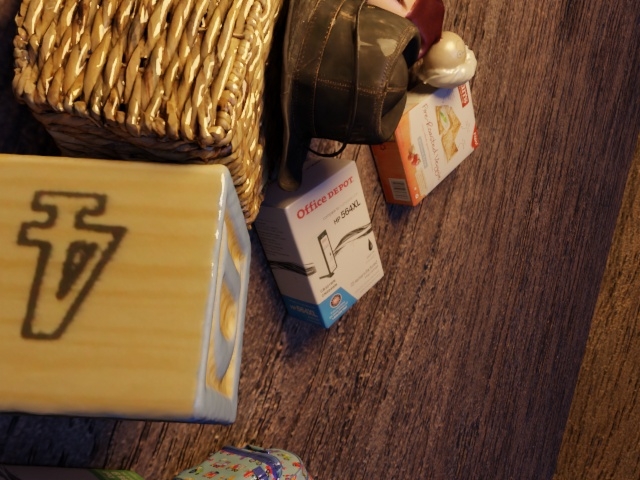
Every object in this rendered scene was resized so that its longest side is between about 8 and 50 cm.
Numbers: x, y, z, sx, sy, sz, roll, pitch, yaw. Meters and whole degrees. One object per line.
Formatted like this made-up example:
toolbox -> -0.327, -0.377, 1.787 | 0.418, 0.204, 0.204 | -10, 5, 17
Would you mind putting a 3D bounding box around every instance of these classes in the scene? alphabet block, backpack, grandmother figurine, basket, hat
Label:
alphabet block -> -0.173, 0.053, 0.454 | 0.192, 0.197, 0.194 | 92, 1, -68
backpack -> -0.088, 0.338, 0.709 | 0.173, 0.158, 0.117 | -16, 94, -40
grandmother figurine -> 0.125, -0.350, 0.792 | 0.342, 0.104, 0.208 | 36, 81, -35
basket -> -0.141, -0.186, 0.532 | 0.223, 0.213, 0.299 | 90, 12, -72
hat -> 0.045, -0.201, 0.622 | 0.331, 0.133, 0.331 | 10, 90, -85

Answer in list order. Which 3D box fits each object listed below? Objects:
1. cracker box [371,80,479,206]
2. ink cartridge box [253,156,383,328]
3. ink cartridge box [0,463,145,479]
cracker box -> 0.189, -0.187, 0.938 | 0.232, 0.067, 0.156 | -42, 126, -32
ink cartridge box -> 0.000, 0.000, 0.774 | 0.148, 0.086, 0.203 | -38, 125, -33
ink cartridge box -> -0.316, 0.336, 0.502 | 0.289, 0.121, 0.211 | 31, 77, -45
